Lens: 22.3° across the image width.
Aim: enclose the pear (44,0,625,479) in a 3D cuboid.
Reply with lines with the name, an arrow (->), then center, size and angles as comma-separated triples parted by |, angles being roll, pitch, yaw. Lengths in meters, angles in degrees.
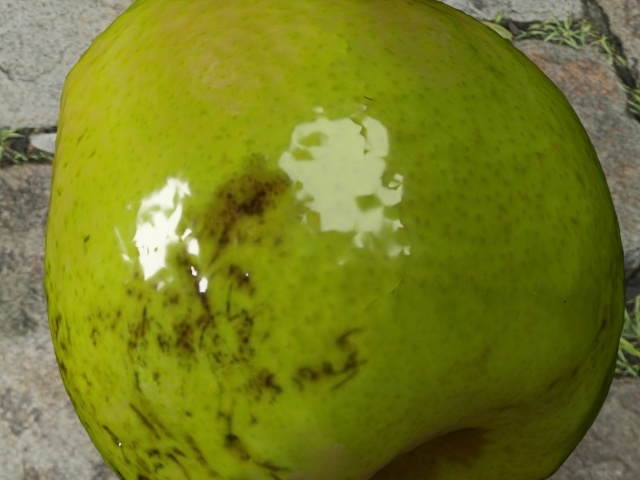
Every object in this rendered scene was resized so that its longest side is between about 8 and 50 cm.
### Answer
pear -> 0.000, 0.000, 1.016 | 0.391, 0.391, 0.391 | 5, 48, -6
